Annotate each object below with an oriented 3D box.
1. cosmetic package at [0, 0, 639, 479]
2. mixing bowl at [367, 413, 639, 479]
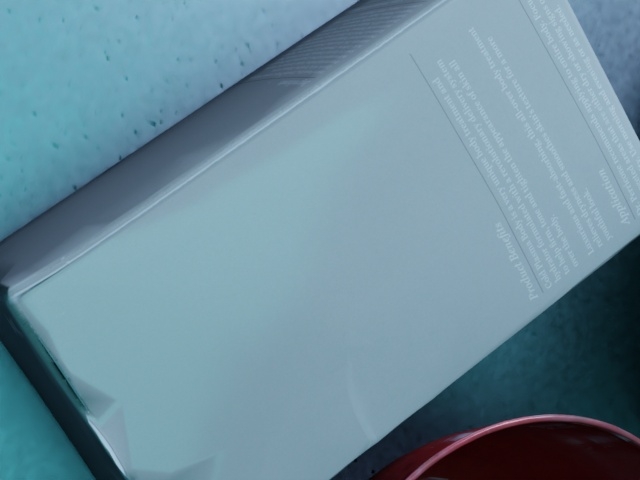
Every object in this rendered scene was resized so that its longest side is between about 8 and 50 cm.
[{"bbox_3d":[0.000,0.000,0.551,0.238,0.107,0.127,-33,106,-16],"label":"cosmetic package"},{"bbox_3d":[0.060,0.152,0.588,0.181,0.098,0.181,-2,95,-25],"label":"mixing bowl"}]
